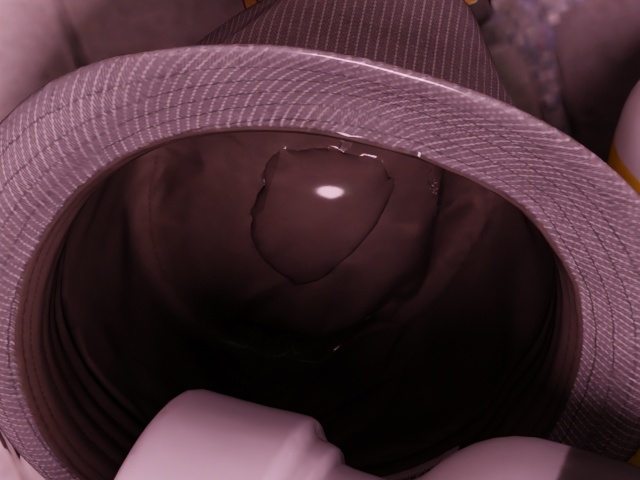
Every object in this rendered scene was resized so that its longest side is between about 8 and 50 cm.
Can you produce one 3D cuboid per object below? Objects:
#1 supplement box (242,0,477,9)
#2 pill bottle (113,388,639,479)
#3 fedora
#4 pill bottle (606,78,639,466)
[{"bbox_3d":[0.009,-0.106,0.677,0.083,0.043,0.055,-16,117,2],"label":"supplement box"},{"bbox_3d":[0.105,0.179,0.541,0.363,0.210,0.210,17,114,10],"label":"pill bottle"},{"bbox_3d":[0.000,0.000,0.642,0.244,0.124,0.275,11,137,-2],"label":"fedora"},{"bbox_3d":[0.185,0.041,0.685,0.188,0.188,0.334,6,114,-9],"label":"pill bottle"}]
